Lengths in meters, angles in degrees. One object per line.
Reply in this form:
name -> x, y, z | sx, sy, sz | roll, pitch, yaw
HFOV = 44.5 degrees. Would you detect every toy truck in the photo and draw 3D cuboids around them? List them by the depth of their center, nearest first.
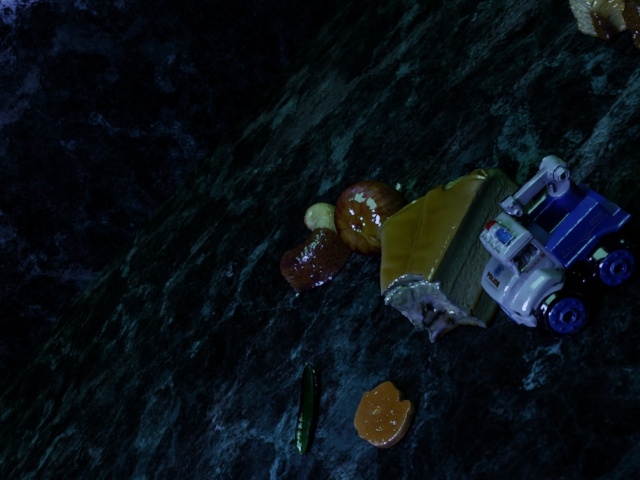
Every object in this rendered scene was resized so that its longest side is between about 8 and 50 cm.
toy truck -> 0.314, 0.008, 1.090 | 0.213, 0.177, 0.161 | -47, 28, 7

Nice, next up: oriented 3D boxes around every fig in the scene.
fig -> 0.104, -0.041, 1.529 | 0.149, 0.148, 0.202 | -16, -8, 6

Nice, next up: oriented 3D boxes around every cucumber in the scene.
cucumber -> -0.024, 0.302, 1.414 | 0.036, 0.033, 0.184 | -11, 43, 18

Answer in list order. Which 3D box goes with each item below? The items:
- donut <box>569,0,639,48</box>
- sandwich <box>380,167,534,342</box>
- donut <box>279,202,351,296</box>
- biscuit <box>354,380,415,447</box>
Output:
donut -> 0.541, -0.417, 1.329 | 0.151, 0.112, 0.295 | -49, 28, 10
sandwich -> 0.224, 0.028, 1.234 | 0.227, 0.155, 0.198 | -33, 34, 32
donut -> 0.001, -0.001, 1.683 | 0.141, 0.085, 0.217 | -18, 40, 48
biscuit -> 0.101, 0.281, 1.258 | 0.102, 0.019, 0.130 | -55, 28, -5
